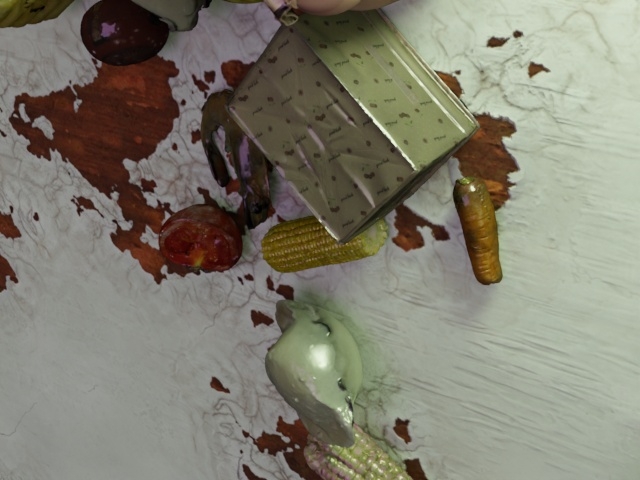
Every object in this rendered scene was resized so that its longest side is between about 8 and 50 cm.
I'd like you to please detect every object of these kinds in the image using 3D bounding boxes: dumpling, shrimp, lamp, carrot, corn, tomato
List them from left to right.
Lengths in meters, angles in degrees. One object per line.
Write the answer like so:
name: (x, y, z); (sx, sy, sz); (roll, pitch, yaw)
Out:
lamp: (-0.346, -0.382, 1.852); (0.156, 0.157, 0.135); (-27, 76, 58)
dumpling: (-0.241, -0.474, 1.677); (0.163, 0.204, 0.293); (3, 138, 28)
tomato: (-0.219, -0.013, 1.987); (0.159, 0.091, 0.139); (13, 135, 2)
shrimp: (-0.159, -0.147, 1.891); (0.173, 0.058, 0.253); (12, 117, 43)
dumpling: (-0.024, 0.249, 1.905); (0.175, 0.243, 0.227); (15, 147, -13)
corn: (0.000, 0.000, 1.812); (0.244, 0.093, 0.093); (-13, 105, 41)
corn: (0.114, 0.459, 1.958); (0.335, 0.126, 0.126); (39, 132, 10)
carrot: (0.249, -0.012, 1.629); (0.060, 0.060, 0.186); (1, 119, 39)

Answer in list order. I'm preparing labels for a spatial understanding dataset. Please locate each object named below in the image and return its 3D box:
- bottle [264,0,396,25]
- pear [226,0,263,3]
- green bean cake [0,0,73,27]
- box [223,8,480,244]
bottle: (0.056, -0.386, 1.414); (0.173, 0.297, 0.206); (54, 134, 0)
pear: (-0.101, -0.478, 1.503); (0.283, 0.283, 0.283); (19, 124, 31)
green bean cake: (-0.561, -0.511, 1.900); (0.131, 0.224, 0.229); (-19, 97, 43)
box: (0.042, -0.191, 1.609); (0.297, 0.190, 0.225); (51, 136, 6)
